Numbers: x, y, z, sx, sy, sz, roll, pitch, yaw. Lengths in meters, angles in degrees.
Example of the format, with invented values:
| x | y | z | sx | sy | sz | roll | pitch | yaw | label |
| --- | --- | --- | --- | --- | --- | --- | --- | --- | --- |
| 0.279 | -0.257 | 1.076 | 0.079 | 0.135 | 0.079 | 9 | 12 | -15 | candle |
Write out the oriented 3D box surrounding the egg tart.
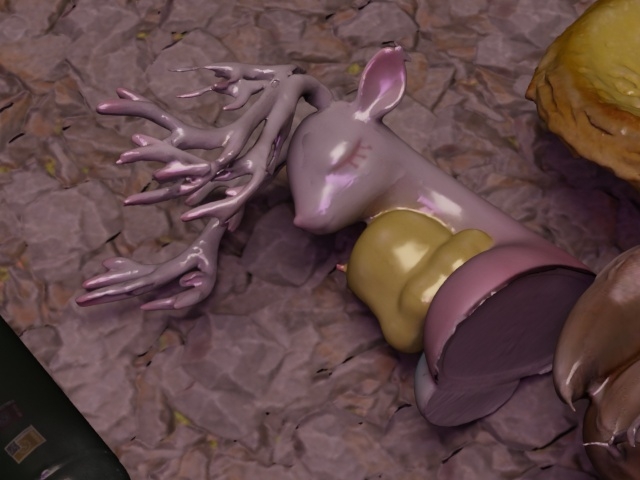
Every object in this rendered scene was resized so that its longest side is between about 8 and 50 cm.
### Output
| x | y | z | sx | sy | sz | roll | pitch | yaw | label |
| --- | --- | --- | --- | --- | --- | --- | --- | --- | --- |
| 0.310 | -0.100 | 1.442 | 0.315 | 0.120 | 0.315 | -7 | 35 | 5 | egg tart |

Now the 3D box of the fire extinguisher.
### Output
| x | y | z | sx | sy | sz | roll | pitch | yaw | label |
| --- | --- | --- | --- | --- | --- | --- | --- | --- | --- |
| -0.208 | 0.129 | 1.337 | 0.114 | 0.095 | 0.311 | -36 | 62 | -11 | fire extinguisher |

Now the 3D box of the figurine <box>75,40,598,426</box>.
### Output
| x | y | z | sx | sy | sz | roll | pitch | yaw | label |
| --- | --- | --- | --- | --- | --- | --- | --- | --- | --- |
| 0.004 | -0.011 | 1.375 | 0.284 | 0.206 | 0.315 | -28 | 54 | -29 | figurine |

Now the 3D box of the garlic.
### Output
| x | y | z | sx | sy | sz | roll | pitch | yaw | label |
| --- | --- | --- | --- | --- | --- | --- | --- | --- | --- |
| 0.282 | 0.080 | 1.277 | 0.237 | 0.210 | 0.292 | 29 | 39 | 0 | garlic |
